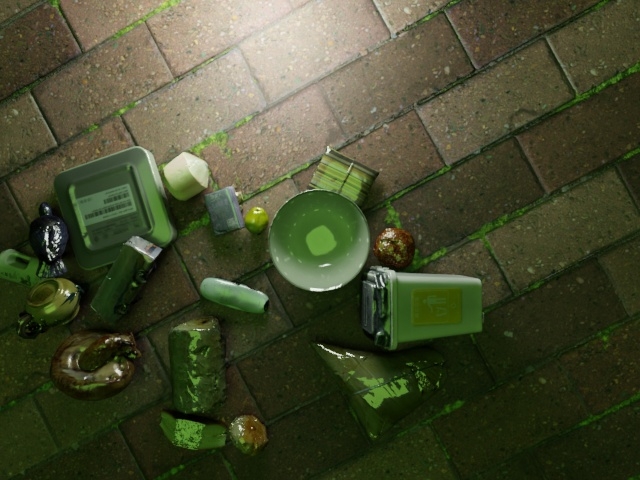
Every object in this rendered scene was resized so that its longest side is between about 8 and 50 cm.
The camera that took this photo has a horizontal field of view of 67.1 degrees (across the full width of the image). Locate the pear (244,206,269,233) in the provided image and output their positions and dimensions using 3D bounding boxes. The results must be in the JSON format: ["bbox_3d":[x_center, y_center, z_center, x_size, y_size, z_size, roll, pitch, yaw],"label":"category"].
[{"bbox_3d":[-0.223,-0.066,1.697,0.092,0.092,0.097,20,134,3],"label":"pear"}]

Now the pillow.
[{"bbox_3d":[0.069,-0.193,1.688,0.208,0.052,0.212,27,94,5],"label":"pillow"}]

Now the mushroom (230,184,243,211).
[{"bbox_3d":[-0.302,-0.151,1.731,0.049,0.019,0.101,-18,90,3],"label":"mushroom"}]

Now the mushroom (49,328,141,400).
[{"bbox_3d":[-0.767,0.427,1.683,0.283,0.195,0.263,-26,53,0],"label":"mushroom"}]

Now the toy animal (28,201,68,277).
[{"bbox_3d":[-0.945,0.002,1.680,0.122,0.298,0.185,2,126,-30],"label":"toy animal"}]

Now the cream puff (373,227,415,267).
[{"bbox_3d":[0.256,0.027,1.664,0.149,0.084,0.149,0,89,5],"label":"cream puff"}]

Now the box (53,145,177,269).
[{"bbox_3d":[-0.732,-0.111,1.727,0.367,0.090,0.373,-18,89,5],"label":"box"}]

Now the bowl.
[{"bbox_3d":[0.000,0.000,1.644,0.337,0.157,0.337,0,91,5],"label":"bowl"}]

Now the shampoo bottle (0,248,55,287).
[{"bbox_3d":[-1.094,0.099,1.755,0.234,0.087,0.118,16,96,4],"label":"shampoo bottle"}]

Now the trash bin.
[{"bbox_3d":[0.318,0.208,1.597,0.367,0.296,0.256,-1,89,-10],"label":"trash bin"}]

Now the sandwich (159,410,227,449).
[{"bbox_3d":[-0.463,0.677,1.723,0.257,0.096,0.094,12,86,1],"label":"sandwich"}]

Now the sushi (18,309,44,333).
[{"bbox_3d":[-1.026,0.282,1.753,0.084,0.094,0.098,-32,84,1],"label":"sushi"}]

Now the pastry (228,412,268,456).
[{"bbox_3d":[-0.250,0.678,1.682,0.081,0.153,0.153,-43,88,7],"label":"pastry"}]

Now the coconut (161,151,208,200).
[{"bbox_3d":[-0.460,-0.226,1.679,0.152,0.147,0.147,-33,89,6],"label":"coconut"}]

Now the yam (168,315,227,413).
[{"bbox_3d":[-0.422,0.419,1.667,0.195,0.195,0.300,-1,92,4],"label":"yam"}]

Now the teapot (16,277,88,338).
[{"bbox_3d":[-0.932,0.241,1.696,0.173,0.183,0.269,19,57,26],"label":"teapot"}]

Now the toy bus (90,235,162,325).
[{"bbox_3d":[-0.677,0.141,1.678,0.138,0.112,0.317,33,106,-11],"label":"toy bus"}]

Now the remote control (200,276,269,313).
[{"bbox_3d":[-0.308,0.196,1.725,0.256,0.045,0.098,14,92,1],"label":"remote control"}]

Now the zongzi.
[{"bbox_3d":[0.206,0.408,1.638,0.356,0.174,0.393,-35,82,-1],"label":"zongzi"}]

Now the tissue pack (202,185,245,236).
[{"bbox_3d":[-0.341,-0.104,1.709,0.112,0.051,0.156,-16,92,19],"label":"tissue pack"}]
